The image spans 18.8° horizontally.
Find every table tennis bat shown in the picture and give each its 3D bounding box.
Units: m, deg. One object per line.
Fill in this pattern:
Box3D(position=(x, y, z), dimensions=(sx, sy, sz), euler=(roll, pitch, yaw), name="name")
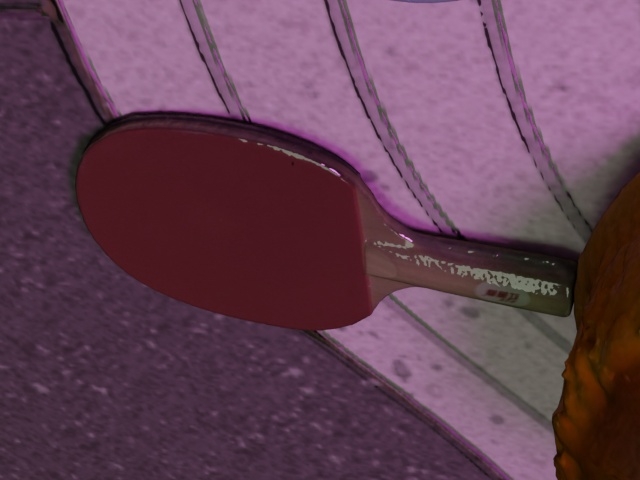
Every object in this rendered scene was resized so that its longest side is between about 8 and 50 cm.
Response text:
Box3D(position=(0.000, 0.000, 0.919), dimensions=(0.246, 0.022, 0.138), euler=(12, 142, 13), name="table tennis bat")

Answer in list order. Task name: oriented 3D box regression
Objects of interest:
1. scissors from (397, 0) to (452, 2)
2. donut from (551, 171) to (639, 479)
Box3D(position=(0.149, -0.129, 0.692), dimensions=(0.360, 0.029, 0.191), euler=(16, 140, 5), name="scissors")
Box3D(position=(0.257, 0.091, 0.806), dimensions=(0.330, 0.160, 0.330), euler=(15, 149, 10), name="donut")
